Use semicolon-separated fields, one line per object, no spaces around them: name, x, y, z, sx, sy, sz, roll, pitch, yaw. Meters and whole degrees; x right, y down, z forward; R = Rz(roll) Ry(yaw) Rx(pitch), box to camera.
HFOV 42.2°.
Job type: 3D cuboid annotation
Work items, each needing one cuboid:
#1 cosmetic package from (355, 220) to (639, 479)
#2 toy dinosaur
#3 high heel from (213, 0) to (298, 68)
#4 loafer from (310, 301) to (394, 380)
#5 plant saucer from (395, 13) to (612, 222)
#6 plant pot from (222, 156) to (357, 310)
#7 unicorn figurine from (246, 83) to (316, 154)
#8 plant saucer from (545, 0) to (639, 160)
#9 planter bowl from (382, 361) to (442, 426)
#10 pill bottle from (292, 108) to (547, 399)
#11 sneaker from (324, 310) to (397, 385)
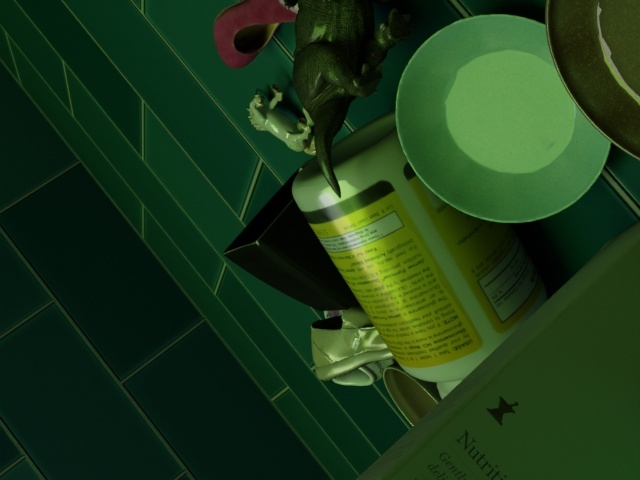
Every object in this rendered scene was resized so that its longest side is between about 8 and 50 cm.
cosmetic package;0.217;0.161;0.647;0.217;0.385;0.156;47;161;9
toy dinosaur;0.018;-0.198;0.814;0.160;0.121;0.314;-11;90;66
high heel;-0.062;-0.254;1.013;0.117;0.082;0.244;59;149;11
loafer;0.080;0.118;1.162;0.268;0.102;0.092;-29;90;33
plant saucer;0.164;-0.110;0.741;0.195;0.037;0.195;15;125;23
plant pot;0.000;0.000;1.175;0.167;0.188;0.187;45;161;-10
unicorn figurine;-0.060;-0.173;1.172;0.162;0.060;0.111;49;159;12
plant saucer;0.248;-0.137;0.586;0.198;0.036;0.199;44;159;22
planter bowl;0.185;0.218;1.215;0.162;0.109;0.162;44;158;23
pill bottle;0.128;0.030;0.910;0.334;0.188;0.188;58;160;-13
sneaker;0.029;0.142;1.363;0.282;0.161;0.102;26;149;54
